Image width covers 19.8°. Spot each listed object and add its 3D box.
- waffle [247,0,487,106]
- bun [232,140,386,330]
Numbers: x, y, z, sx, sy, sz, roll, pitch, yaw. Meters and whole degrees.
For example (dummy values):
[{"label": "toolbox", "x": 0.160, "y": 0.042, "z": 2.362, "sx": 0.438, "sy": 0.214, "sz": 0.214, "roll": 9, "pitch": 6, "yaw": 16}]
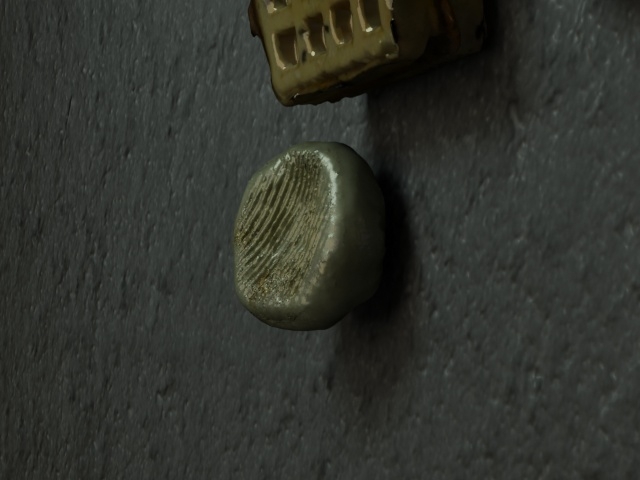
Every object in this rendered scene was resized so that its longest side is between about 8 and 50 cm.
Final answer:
[{"label": "waffle", "x": 0.015, "y": -0.321, "z": 1.613, "sx": 0.261, "sy": 0.114, "sz": 0.376, "roll": -11, "pitch": 90, "yaw": 65}, {"label": "bun", "x": 0.000, "y": 0.000, "z": 1.694, "sx": 0.183, "sy": 0.102, "sz": 0.183, "roll": -20, "pitch": 61, "yaw": 42}]
